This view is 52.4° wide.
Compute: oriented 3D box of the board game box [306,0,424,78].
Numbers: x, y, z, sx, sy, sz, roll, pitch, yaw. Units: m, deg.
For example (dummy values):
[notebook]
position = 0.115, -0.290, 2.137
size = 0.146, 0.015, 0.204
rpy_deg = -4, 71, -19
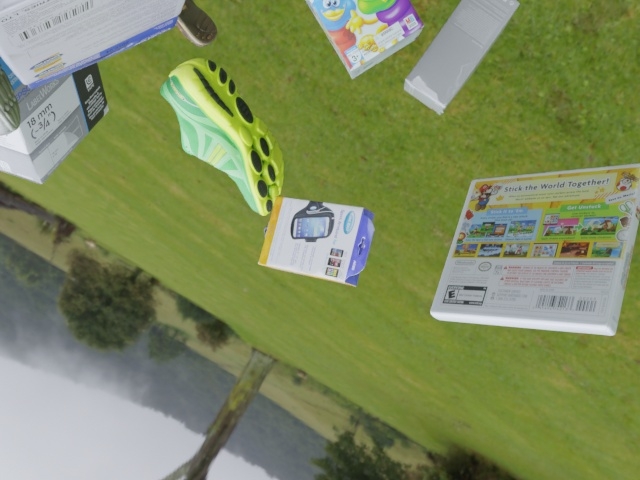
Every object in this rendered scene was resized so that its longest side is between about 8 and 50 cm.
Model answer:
[board game box]
position = 0.042, -0.436, 1.103
size = 0.275, 0.142, 0.144
rpy_deg = 58, -173, -6

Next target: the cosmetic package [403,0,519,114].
[cosmetic package]
position = 0.267, -0.370, 1.259
size = 0.107, 0.238, 0.127
rpy_deg = 39, -175, 2

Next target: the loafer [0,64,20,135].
[loafer]
position = -0.549, -0.276, 0.901
size = 0.319, 0.111, 0.112
rpy_deg = 60, -174, -30

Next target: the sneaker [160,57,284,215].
[sneaker]
position = -0.162, -0.172, 1.114
size = 0.123, 0.109, 0.295
rpy_deg = -7, 125, 38

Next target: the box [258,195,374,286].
[box]
position = 0.000, 0.000, 0.698
size = 0.136, 0.081, 0.028
rpy_deg = 11, 173, 35

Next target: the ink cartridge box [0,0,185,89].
[ink cartridge box]
position = -0.207, -0.219, 0.585
size = 0.065, 0.186, 0.311
rpy_deg = 62, 166, -10

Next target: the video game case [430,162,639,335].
[video game case]
position = 0.257, 0.008, 0.784
size = 0.227, 0.206, 0.026
rpy_deg = -2, 149, 47

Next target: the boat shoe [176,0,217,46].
[boat shoe]
position = -0.264, -0.430, 1.190
size = 0.178, 0.064, 0.060
rpy_deg = 52, 158, -18

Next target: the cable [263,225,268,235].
[cable]
position = -0.063, 0.019, 1.639
size = 0.150, 0.047, 0.184
rpy_deg = 14, 167, 44

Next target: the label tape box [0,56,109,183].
[label tape box]
position = -0.525, -0.304, 1.189
size = 0.106, 0.240, 0.334
rpy_deg = 19, 144, 10
